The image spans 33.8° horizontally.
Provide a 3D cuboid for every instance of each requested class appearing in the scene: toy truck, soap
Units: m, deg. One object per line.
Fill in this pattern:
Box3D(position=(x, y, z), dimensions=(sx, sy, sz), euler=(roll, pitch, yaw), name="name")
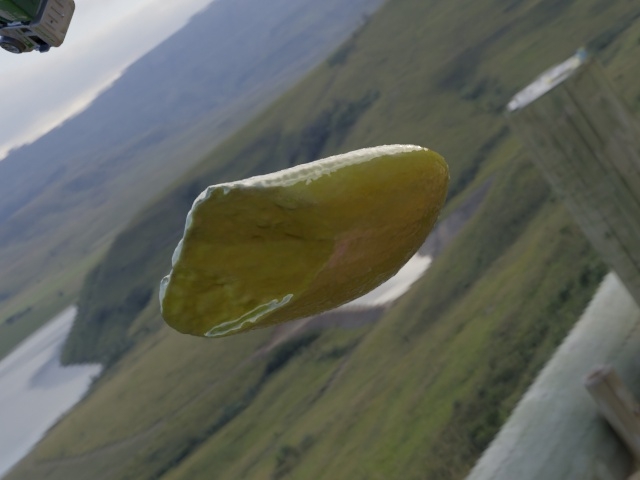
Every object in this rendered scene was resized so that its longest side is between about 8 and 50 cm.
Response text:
Box3D(position=(-0.448, -0.355, 1.446), dimensions=(0.124, 0.253, 0.114), euler=(5, 71, 32), name="toy truck")
Box3D(position=(0.001, 0.002, 1.442), dimensions=(0.427, 0.115, 0.306), euler=(-16, -40, -32), name="soap")
